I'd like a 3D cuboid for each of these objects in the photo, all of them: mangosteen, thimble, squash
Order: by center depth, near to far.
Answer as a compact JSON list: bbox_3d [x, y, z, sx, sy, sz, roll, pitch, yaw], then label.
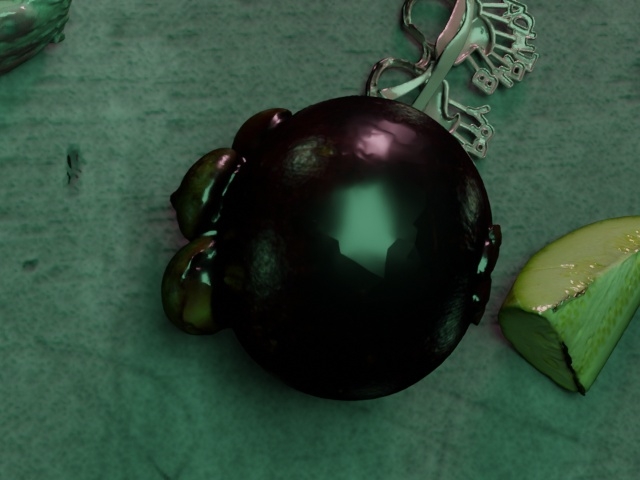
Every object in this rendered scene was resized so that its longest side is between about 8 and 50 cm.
[{"bbox_3d":[0.000,0.000,1.620,0.347,0.307,0.306,12,73,13],"label":"mangosteen"},{"bbox_3d":[-0.345,-0.256,1.631,0.211,0.149,0.185,15,71,-14],"label":"thimble"},{"bbox_3d":[0.293,0.016,1.790,0.252,0.093,0.169,-56,142,-19],"label":"squash"}]

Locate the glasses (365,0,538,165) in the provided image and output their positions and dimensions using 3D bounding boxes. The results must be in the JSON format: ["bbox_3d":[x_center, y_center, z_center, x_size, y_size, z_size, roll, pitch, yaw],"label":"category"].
[{"bbox_3d":[0.160,-0.197,1.807,0.162,0.095,0.255,32,72,-17],"label":"glasses"}]
